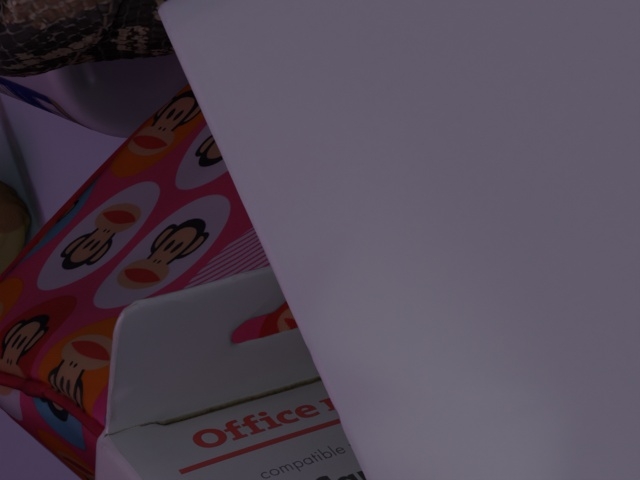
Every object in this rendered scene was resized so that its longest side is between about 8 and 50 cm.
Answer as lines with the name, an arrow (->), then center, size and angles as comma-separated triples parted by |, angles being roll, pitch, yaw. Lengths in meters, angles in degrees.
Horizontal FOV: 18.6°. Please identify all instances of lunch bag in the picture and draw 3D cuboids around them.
lunch bag -> 0.000, 0.000, 0.771 | 0.120, 0.258, 0.293 | 46, 167, -24

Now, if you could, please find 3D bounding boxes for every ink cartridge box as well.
ink cartridge box -> 0.001, 0.101, 0.538 | 0.067, 0.115, 0.198 | 42, 137, 44

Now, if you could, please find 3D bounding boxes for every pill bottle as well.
pill bottle -> -0.138, -0.125, 1.041 | 0.187, 0.112, 0.112 | 23, 123, 52

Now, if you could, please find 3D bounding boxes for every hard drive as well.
hard drive -> 0.140, -0.031, 0.467 | 0.040, 0.307, 0.203 | 57, -171, -76

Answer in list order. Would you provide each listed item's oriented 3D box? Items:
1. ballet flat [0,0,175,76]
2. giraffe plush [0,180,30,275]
ballet flat -> -0.133, -0.198, 0.913 | 0.483, 0.182, 0.164 | 50, 131, 54
giraffe plush -> -0.293, -0.014, 1.338 | 0.170, 0.181, 0.210 | 60, -177, 41
